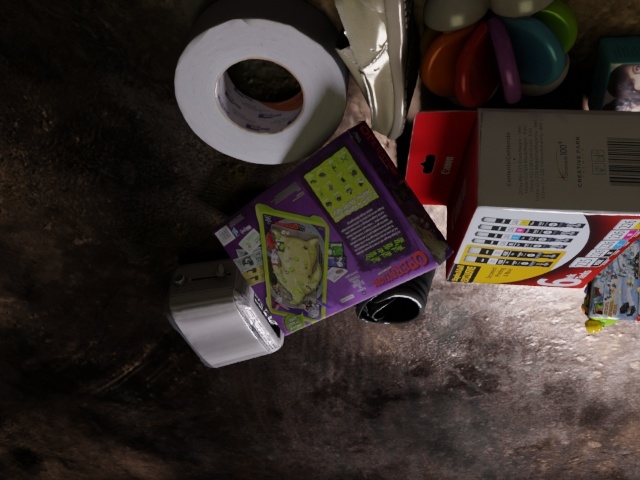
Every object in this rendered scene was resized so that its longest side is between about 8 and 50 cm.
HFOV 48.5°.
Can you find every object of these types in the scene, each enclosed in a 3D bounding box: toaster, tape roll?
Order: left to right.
[{"bbox_3d":[-0.155,0.128,1.223,0.147,0.129,0.227,-13,131,16],"label":"toaster"},{"bbox_3d":[-0.073,-0.203,0.914,0.219,0.072,0.219,4,136,4],"label":"tape roll"}]

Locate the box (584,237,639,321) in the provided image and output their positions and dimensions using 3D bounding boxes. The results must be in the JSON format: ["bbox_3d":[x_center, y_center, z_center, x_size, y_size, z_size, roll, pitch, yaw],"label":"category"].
[{"bbox_3d":[0.464,0.054,1.089,0.094,0.027,0.137,6,95,1],"label":"box"}]

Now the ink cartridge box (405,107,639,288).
[{"bbox_3d":[0.246,-0.042,0.921,0.272,0.130,0.309,3,161,5],"label":"ink cartridge box"}]

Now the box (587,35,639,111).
[{"bbox_3d":[0.465,-0.195,0.868,0.244,0.060,0.100,-1,135,7],"label":"box"}]

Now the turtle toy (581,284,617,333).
[{"bbox_3d":[0.467,0.087,1.151,0.095,0.066,0.130,-17,133,-9],"label":"turtle toy"}]

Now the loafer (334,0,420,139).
[{"bbox_3d":[0.066,-0.232,0.849,0.092,0.101,0.268,9,145,14],"label":"loafer"}]

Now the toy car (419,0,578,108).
[{"bbox_3d":[0.201,-0.214,0.815,0.182,0.136,0.159,-6,137,21],"label":"toy car"}]

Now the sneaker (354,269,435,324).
[{"bbox_3d":[0.043,0.040,1.096,0.296,0.146,0.104,15,137,-7],"label":"sneaker"}]

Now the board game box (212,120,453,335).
[{"bbox_3d":[0.000,0.000,1.009,0.347,0.056,0.208,-30,92,46],"label":"board game box"}]
